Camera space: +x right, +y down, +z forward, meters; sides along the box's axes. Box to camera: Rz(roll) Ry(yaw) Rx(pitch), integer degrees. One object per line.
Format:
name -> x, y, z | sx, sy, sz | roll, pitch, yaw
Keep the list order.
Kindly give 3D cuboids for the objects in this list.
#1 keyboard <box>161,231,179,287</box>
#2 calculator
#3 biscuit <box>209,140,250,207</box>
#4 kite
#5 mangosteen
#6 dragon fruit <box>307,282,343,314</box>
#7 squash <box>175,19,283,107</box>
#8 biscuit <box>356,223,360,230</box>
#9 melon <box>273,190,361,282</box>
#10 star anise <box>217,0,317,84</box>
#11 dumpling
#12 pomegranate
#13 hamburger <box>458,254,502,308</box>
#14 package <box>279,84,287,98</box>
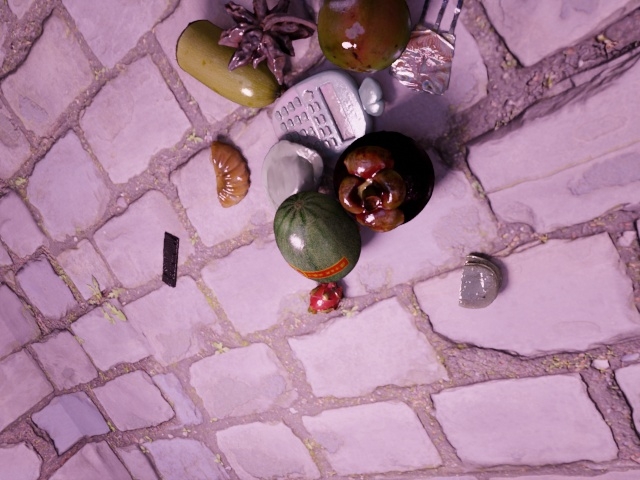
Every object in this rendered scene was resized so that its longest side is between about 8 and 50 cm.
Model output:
keyboard -> -0.482, 0.066, 1.577 | 0.060, 0.018, 0.196 | 26, 123, 20
calculator -> 0.015, -0.277, 1.097 | 0.295, 0.042, 0.184 | -12, 115, 36
biscuit -> -0.246, -0.169, 1.299 | 0.118, 0.061, 0.183 | 9, 117, 24
kite -> 0.212, -0.399, 0.950 | 0.127, 0.016, 0.230 | 22, 123, 15
mangosteen -> 0.119, -0.113, 0.999 | 0.211, 0.250, 0.212 | 9, 115, 19
dragon fruit -> 0.007, 0.155, 1.301 | 0.116, 0.081, 0.086 | -31, 107, 36
squash -> -0.194, -0.384, 1.111 | 0.247, 0.132, 0.133 | 35, 126, 16
biscuit -> 0.065, -0.024, 1.219 | 0.078, 0.015, 0.091 | -14, 106, 33
melon -> 0.000, 0.000, 1.122 | 0.182, 0.183, 0.288 | 3, 156, 29
star anise -> -0.101, -0.433, 1.023 | 0.231, 0.089, 0.209 | -25, 93, -2
dumpling -> -0.062, -0.148, 1.182 | 0.219, 0.108, 0.153 | -40, 65, 39
pomegranate -> 0.082, -0.430, 0.920 | 0.181, 0.181, 0.225 | 8, 102, 27
hamburger -> 0.355, 0.095, 1.090 | 0.084, 0.054, 0.121 | 9, 110, 28
package -> -0.089, -0.343, 1.149 | 0.110, 0.015, 0.037 | 52, 132, 0
